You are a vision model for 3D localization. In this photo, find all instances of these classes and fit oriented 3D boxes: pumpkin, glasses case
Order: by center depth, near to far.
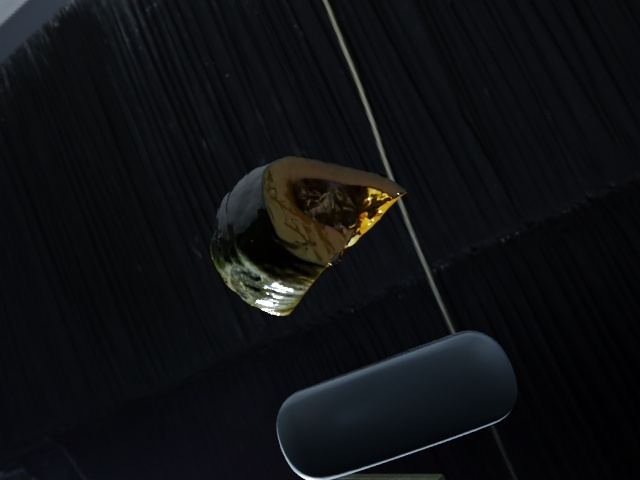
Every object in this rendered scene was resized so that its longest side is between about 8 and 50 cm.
[{"bbox_3d":[0.054,0.121,0.445,0.179,0.067,0.045,-21,170,6],"label":"glasses case"},{"bbox_3d":[0.001,-0.001,0.813,0.281,0.189,0.139,8,142,-29],"label":"pumpkin"}]

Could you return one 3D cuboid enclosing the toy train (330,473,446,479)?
[{"bbox_3d":[0.090,0.518,1.090,0.300,0.131,0.202,-17,179,38],"label":"toy train"}]
